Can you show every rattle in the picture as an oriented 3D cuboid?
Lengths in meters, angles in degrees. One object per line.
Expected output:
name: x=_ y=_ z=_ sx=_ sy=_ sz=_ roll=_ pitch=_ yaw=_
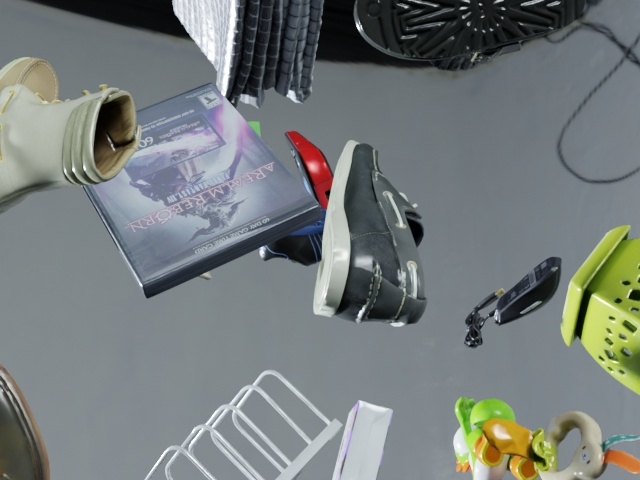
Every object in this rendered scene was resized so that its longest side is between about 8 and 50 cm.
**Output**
rattle: x=0.363 y=0.297 z=1.265 sx=0.130 sy=0.143 sz=0.200 roll=-48 pitch=9 yaw=-15

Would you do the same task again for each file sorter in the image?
file sorter: x=-0.134 y=0.372 z=1.416 sx=0.173 sy=0.278 sz=0.193 roll=43 pitch=127 yaw=10

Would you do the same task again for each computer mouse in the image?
computer mouse: x=0.409 y=0.128 z=1.768 sx=0.262 sy=0.060 sz=0.184 roll=-44 pitch=4 yaw=14

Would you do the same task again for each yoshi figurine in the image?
yoshi figurine: x=0.409 y=0.446 z=1.971 sx=0.362 sy=0.203 sz=0.203 roll=129 pitch=125 yaw=-80

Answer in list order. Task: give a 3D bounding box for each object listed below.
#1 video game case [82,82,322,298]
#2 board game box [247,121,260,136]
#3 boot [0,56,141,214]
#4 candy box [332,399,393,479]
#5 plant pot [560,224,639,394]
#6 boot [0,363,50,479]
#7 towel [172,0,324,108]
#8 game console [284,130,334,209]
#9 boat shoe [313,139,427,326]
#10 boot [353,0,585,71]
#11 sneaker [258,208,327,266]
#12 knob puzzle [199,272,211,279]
video game case: x=-0.149 y=-0.068 z=0.914 sx=0.274 sy=0.196 sz=0.026 roll=49 pitch=157 yaw=42
board game box: x=-0.293 y=-0.171 z=1.504 sx=0.317 sy=0.213 sz=0.046 roll=-3 pitch=95 yaw=39
boot: x=-0.249 y=-0.117 z=0.813 sx=0.165 sy=0.077 sz=0.213 roll=-14 pitch=44 yaw=19
candy box: x=0.076 y=0.406 z=1.620 sx=0.196 sy=0.070 sz=0.165 roll=101 pitch=-176 yaw=-72
plant pot: x=0.599 y=0.120 z=1.625 sx=0.207 sy=0.228 sz=0.227 roll=30 pitch=150 yaw=29
boot: x=-0.284 y=0.213 z=0.703 sx=0.082 sy=0.106 sz=0.219 roll=-18 pitch=89 yaw=50
towel: x=-0.106 y=-0.329 z=1.048 sx=0.235 sy=0.121 sz=0.283 roll=53 pitch=150 yaw=32
game console: x=0.013 y=-0.054 z=1.961 sx=0.342 sy=0.060 sz=0.386 roll=-131 pitch=19 yaw=-70
boat shoe: x=0.040 y=-0.009 z=0.669 sx=0.233 sy=0.079 sz=0.084 roll=-86 pitch=6 yaw=-61
boot: x=0.191 y=-0.328 z=1.275 sx=0.260 sy=0.348 sz=0.131 roll=-164 pitch=69 yaw=-75
sneaker: x=0.000 y=0.000 z=1.464 sx=0.090 sy=0.232 sz=0.081 roll=-64 pitch=34 yaw=30
knob puzzle: x=-0.325 y=-0.007 z=1.856 sx=0.030 sy=0.213 sz=0.213 roll=-39 pitch=41 yaw=15
